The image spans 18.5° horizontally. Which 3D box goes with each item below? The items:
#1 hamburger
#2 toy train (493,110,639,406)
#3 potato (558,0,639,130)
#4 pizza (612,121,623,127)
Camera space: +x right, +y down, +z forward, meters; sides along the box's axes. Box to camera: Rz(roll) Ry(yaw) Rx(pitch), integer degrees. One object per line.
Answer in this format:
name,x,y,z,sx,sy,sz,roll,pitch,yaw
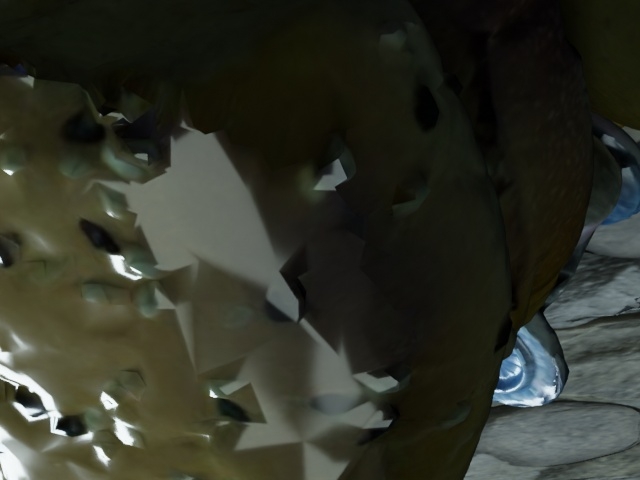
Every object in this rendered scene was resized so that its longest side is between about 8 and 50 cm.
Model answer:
hamburger,-0.080,0.002,0.576,0.318,0.195,0.277,0,129,26
toy train,0.000,0.000,0.809,0.202,0.131,0.299,30,151,-4
potato,0.135,-0.101,0.611,0.157,0.157,0.194,-11,168,18
pizza,0.068,-0.053,0.858,0.160,0.035,0.099,-17,154,30
